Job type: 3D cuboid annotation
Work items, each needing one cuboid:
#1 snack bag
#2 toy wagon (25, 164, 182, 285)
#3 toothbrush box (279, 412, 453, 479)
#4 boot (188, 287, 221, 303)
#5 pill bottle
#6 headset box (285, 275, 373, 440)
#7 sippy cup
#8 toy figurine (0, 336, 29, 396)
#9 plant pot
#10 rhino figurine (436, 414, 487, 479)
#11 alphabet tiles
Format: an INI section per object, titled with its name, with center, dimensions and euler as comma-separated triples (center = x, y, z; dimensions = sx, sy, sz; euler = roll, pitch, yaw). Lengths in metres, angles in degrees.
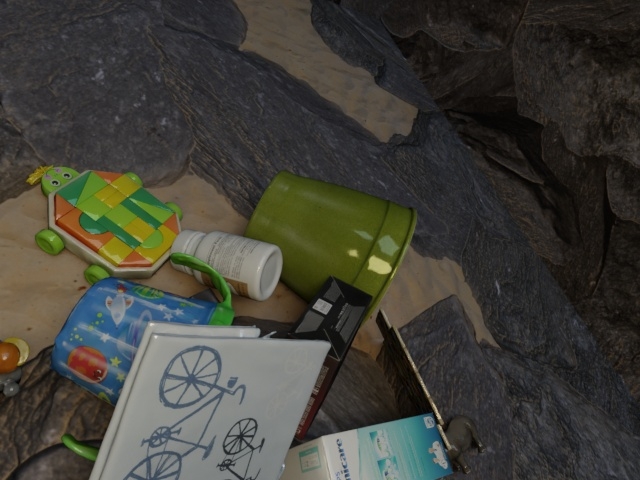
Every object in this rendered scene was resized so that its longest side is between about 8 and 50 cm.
[snack bag]
center = -0.146, 0.275, 0.630
dimensions = 0.343, 0.322, 0.037
euler = 15, 8, -46
[toy wagon]
center = -0.485, -0.059, 0.938
dimensions = 0.344, 0.068, 0.267
euler = 38, 43, -7
[toothbrush box]
center = 0.079, 0.459, 0.864
dimensions = 0.296, 0.216, 0.126
euler = 4, 56, -34
[boot]
center = -0.263, 0.270, 0.868
dimensions = 0.264, 0.096, 0.280
euler = -24, 82, -53
[pill bottle]
center = -0.214, 0.048, 0.959
dimensions = 0.230, 0.131, 0.131
euler = 14, 41, 16
[headset box]
center = -0.012, 0.256, 0.905
dimensions = 0.110, 0.293, 0.218
euler = 26, 33, 11
[sippy cup]
center = -0.293, 0.176, 0.701
dimensions = 0.224, 0.240, 0.305
euler = 28, 27, -9
[toy figurine]
center = -0.563, 0.217, 0.605
dimensions = 0.213, 0.148, 0.209
euler = 29, 45, -16
[plant pot]
center = 0.000, 0.000, 1.098
dimensions = 0.353, 0.366, 0.366
euler = 27, 44, -1
[rhino figurine]
center = 0.344, 0.549, 1.103
dimensions = 0.243, 0.073, 0.106
euler = -20, 76, -43
[alphabet tiles]
center = 0.220, 0.338, 1.053
dimensions = 0.011, 0.285, 0.342
euler = -23, 69, -5
